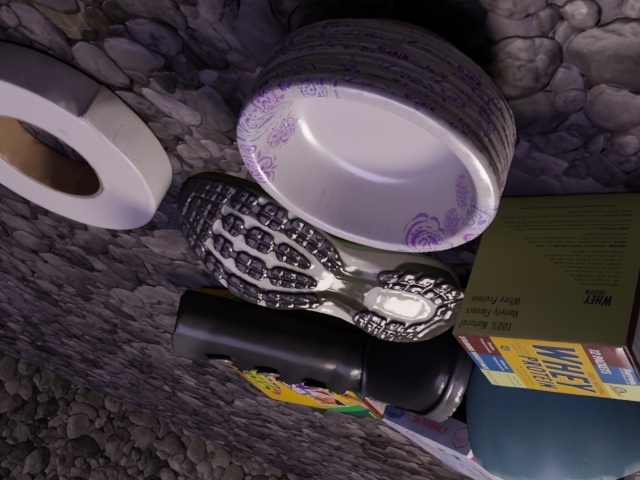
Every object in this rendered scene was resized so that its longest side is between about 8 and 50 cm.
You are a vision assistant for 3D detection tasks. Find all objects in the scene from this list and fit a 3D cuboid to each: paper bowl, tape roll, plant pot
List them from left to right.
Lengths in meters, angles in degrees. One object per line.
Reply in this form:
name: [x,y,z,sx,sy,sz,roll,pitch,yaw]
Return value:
tape roll: [-0.426,-0.154,1.222,0.392,0.072,0.392,18,152,10]
paper bowl: [0.065,-0.120,0.822,0.284,0.148,0.284,18,152,10]
plant pot: [0.333,0.179,1.078,0.290,0.290,0.195,-5,106,42]

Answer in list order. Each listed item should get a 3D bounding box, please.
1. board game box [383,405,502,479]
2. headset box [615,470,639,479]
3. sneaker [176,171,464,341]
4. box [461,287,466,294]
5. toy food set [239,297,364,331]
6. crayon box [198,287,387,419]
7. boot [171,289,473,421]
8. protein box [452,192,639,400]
board game box: [0.324,0.469,1.705,0.319,0.066,0.318,39,164,-29]
headset box: [0.582,0.363,1.200,0.246,0.131,0.283,-5,135,11]
sneaker: [0.000,0.000,1.042,0.410,0.182,0.158,24,122,-19]
box: [0.261,0.163,1.287,0.087,0.058,0.232,11,150,21]
toy food set: [0.005,0.062,1.287,0.306,0.092,0.219,14,153,-2]
crayon box: [-0.064,0.241,1.624,0.313,0.106,0.363,0,145,37]
boot: [-0.014,0.160,1.222,0.445,0.146,0.367,19,157,-2]
protein box: [0.297,0.064,0.920,0.200,0.201,0.136,0,145,38]
